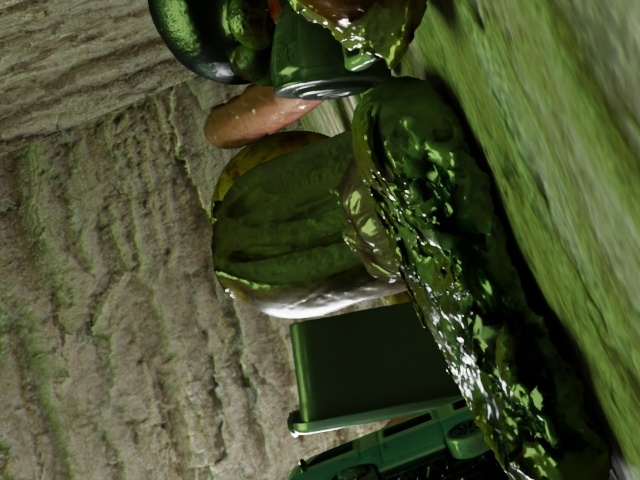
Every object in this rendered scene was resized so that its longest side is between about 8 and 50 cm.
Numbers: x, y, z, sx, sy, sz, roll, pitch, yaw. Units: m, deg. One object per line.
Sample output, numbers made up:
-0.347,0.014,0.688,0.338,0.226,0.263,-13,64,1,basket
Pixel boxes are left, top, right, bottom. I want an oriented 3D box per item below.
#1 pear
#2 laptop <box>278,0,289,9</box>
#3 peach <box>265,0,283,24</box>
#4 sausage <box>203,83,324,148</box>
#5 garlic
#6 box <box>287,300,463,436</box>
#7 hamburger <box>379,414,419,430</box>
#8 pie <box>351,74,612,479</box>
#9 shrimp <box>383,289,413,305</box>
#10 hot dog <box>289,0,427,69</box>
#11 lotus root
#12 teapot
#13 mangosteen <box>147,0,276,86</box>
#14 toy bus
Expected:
-0.041,-0.047,1.980,0.281,0.280,0.281,158,90,-89,pear
-0.028,-0.307,1.209,0.197,0.016,0.135,104,146,-60,laptop
-0.008,-0.259,1.325,0.061,0.098,0.098,-44,60,41,peach
-0.081,-0.207,1.833,0.433,0.088,0.088,-16,97,62,sausage
0.068,-0.025,1.196,0.159,0.102,0.147,-114,3,-50,garlic
0.073,0.149,1.434,0.163,0.243,0.135,68,-168,-81,box
0.157,0.348,1.485,0.260,0.245,0.211,14,128,39,hamburger
0.118,0.048,0.928,0.296,0.078,0.371,66,180,-69,pie
0.157,0.143,1.766,0.169,0.058,0.296,66,177,-26,shrimp
0.011,-0.199,0.727,0.146,0.103,0.213,41,173,34,hot dog
-0.008,0.012,1.595,0.267,0.260,0.149,-113,1,-49,lotus root
0.004,-0.186,1.075,0.149,0.111,0.108,10,-108,-85,teapot
-0.099,-0.300,1.487,0.243,0.243,0.243,158,90,-89,mangosteen
0.096,0.261,1.258,0.165,0.271,0.133,-99,-13,-79,toy bus
